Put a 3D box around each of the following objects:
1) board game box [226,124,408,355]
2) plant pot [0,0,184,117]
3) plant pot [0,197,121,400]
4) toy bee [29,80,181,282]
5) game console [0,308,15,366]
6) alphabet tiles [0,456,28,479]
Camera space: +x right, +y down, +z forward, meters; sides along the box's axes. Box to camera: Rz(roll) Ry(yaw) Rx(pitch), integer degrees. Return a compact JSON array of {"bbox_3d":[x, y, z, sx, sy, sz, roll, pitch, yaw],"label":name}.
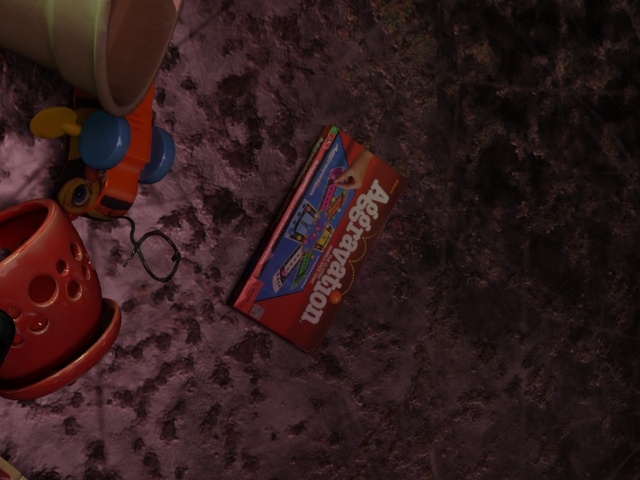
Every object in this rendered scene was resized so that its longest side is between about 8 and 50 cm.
[{"bbox_3d":[0.000,0.000,1.534,0.145,0.027,0.281,34,78,-27],"label":"board game box"},{"bbox_3d":[-0.310,-0.326,1.171,0.306,0.334,0.333,15,86,2],"label":"plant pot"},{"bbox_3d":[-0.335,0.074,1.272,0.191,0.191,0.174,-37,116,-21],"label":"plant pot"},{"bbox_3d":[-0.265,-0.092,1.326,0.195,0.162,0.298,42,42,-40],"label":"toy bee"},{"bbox_3d":[-0.422,0.208,1.218,0.213,0.044,0.361,17,118,-29],"label":"game console"},{"bbox_3d":[-0.373,0.400,1.215,0.342,0.011,0.285,48,67,-27],"label":"alphabet tiles"}]
